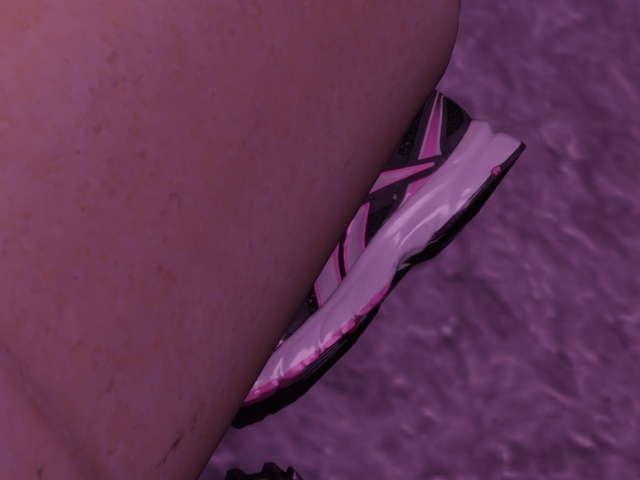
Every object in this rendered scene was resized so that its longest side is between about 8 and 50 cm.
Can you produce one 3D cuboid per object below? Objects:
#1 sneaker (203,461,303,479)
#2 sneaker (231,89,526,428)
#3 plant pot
[{"bbox_3d":[-0.073,0.189,0.672,0.086,0.085,0.237,48,67,-30],"label":"sneaker"},{"bbox_3d":[0.000,0.000,0.733,0.077,0.072,0.178,41,64,8],"label":"sneaker"},{"bbox_3d":[-0.122,-0.030,0.591,0.334,0.334,0.305,43,61,-4],"label":"plant pot"}]
